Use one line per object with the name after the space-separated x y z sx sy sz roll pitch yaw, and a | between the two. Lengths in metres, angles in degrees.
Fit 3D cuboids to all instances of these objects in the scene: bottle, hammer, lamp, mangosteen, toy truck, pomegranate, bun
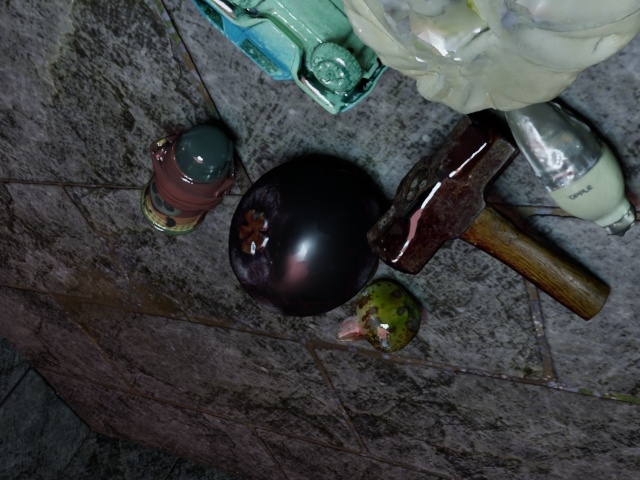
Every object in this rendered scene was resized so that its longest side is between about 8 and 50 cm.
-0.240 -0.121 1.276 0.156 0.143 0.271 13 153 -20 | bottle
0.289 0.010 1.045 0.408 0.095 0.242 31 113 -22 | hammer
0.322 -0.104 0.922 0.250 0.101 0.101 44 143 -13 | lamp
0.000 0.000 1.188 0.302 0.275 0.275 12 163 -43 | mangosteen
-0.032 -0.297 0.904 0.279 0.155 0.156 40 153 -14 | toy truck
0.107 0.148 1.335 0.125 0.163 0.138 110 141 -70 | pomegranate
0.168 -0.274 0.697 0.359 0.211 0.360 16 150 9 | bun
